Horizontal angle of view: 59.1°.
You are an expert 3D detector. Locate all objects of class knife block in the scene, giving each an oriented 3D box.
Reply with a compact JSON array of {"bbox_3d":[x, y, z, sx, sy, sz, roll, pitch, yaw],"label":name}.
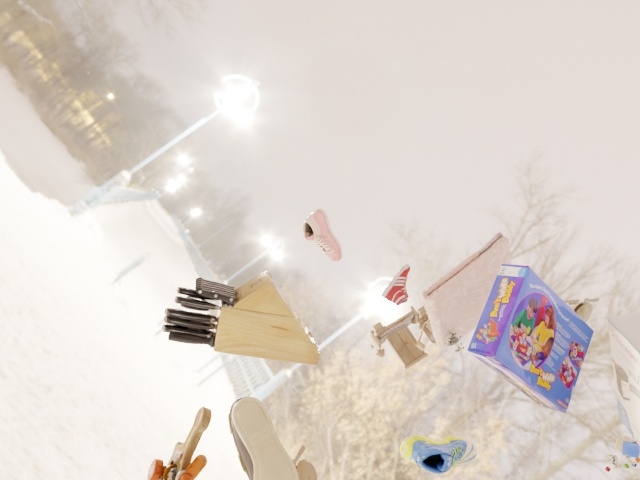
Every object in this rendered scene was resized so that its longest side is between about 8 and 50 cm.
[{"bbox_3d":[-0.167,0.184,1.131,0.275,0.242,0.088,57,-1,-17],"label":"knife block"}]

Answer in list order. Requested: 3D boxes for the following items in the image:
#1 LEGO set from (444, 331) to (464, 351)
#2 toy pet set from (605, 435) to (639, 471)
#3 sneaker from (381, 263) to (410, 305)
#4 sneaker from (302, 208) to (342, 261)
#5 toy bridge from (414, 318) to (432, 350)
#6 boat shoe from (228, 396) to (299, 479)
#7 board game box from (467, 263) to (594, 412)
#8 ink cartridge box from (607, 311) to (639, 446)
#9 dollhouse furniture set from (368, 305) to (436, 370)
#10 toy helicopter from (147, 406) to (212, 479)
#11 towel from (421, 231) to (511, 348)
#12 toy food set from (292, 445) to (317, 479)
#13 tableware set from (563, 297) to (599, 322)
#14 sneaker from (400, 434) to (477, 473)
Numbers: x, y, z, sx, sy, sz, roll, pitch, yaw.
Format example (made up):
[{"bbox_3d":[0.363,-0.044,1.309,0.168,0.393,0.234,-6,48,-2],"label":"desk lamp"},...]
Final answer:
[{"bbox_3d":[0.419,0.317,1.753,0.083,0.054,0.023,38,22,-17],"label":"LEGO set"},{"bbox_3d":[0.932,0.650,1.697,0.065,0.122,0.114,-156,-113,-68],"label":"toy pet set"},{"bbox_3d":[0.224,0.123,1.526,0.067,0.118,0.042,35,-17,16],"label":"sneaker"},{"bbox_3d":[0.000,0.000,1.305,0.051,0.070,0.134,-7,-68,44],"label":"sneaker"},{"bbox_3d":[0.397,0.311,2.002,0.063,0.188,0.026,41,-25,26],"label":"toy bridge"},{"bbox_3d":[-0.146,0.551,1.422,0.324,0.117,0.097,67,-26,5],"label":"boat shoe"},{"bbox_3d":[0.525,0.244,1.384,0.347,0.233,0.078,37,-19,-31],"label":"board game box"},{"bbox_3d":[0.830,0.358,1.401,0.223,0.129,0.307,-66,144,-73],"label":"ink cartridge box"},{"bbox_3d":[0.363,0.375,2.230,0.173,0.303,0.355,56,-10,19],"label":"dollhouse furniture set"},{"bbox_3d":[-0.465,0.747,1.950,0.140,0.355,0.235,25,2,-21],"label":"toy helicopter"},{"bbox_3d":[0.459,0.164,1.736,0.053,0.317,0.332,46,-11,41],"label":"towel"},{"bbox_3d":[-0.054,0.766,1.805,0.192,0.039,0.132,68,25,-6],"label":"toy food set"},{"bbox_3d":[0.738,0.219,1.683,0.039,0.194,0.128,42,-58,49],"label":"tableware set"},{"bbox_3d":[0.340,0.592,1.529,0.126,0.240,0.091,-159,-103,-71],"label":"sneaker"}]
